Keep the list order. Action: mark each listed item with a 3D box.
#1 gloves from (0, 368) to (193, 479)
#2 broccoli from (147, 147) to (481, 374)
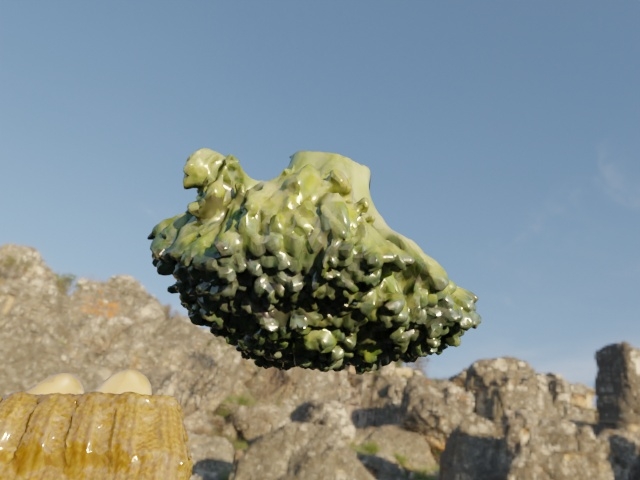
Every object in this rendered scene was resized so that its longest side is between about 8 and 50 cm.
[{"bbox_3d":[-0.165,0.177,0.231,0.155,0.357,0.203,-37,-68,24],"label":"gloves"},{"bbox_3d":[0.000,0.000,0.576,0.288,0.246,0.247,26,-31,-30],"label":"broccoli"}]
